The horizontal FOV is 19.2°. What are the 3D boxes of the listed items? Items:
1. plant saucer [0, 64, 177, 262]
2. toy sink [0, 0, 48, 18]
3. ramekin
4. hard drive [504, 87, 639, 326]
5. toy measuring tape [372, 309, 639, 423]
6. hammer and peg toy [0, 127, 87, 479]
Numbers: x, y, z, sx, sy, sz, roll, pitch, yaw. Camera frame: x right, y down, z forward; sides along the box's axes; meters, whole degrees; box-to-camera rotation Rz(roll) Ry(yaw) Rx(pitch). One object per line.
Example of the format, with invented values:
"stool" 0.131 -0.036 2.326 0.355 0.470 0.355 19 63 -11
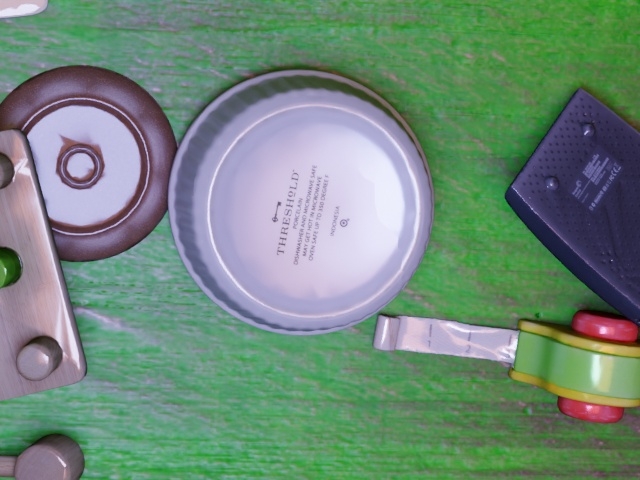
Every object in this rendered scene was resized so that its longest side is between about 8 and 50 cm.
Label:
"plant saucer" -0.239 -0.075 1.881 0.199 0.036 0.198 -1 97 -8
"toy sink" -0.344 -0.326 1.791 0.153 0.131 0.234 -5 96 -7
"ramekin" -0.012 -0.033 1.854 0.273 0.127 0.273 -1 96 -8
"hard drive" 0.312 -0.016 1.919 0.255 0.054 0.172 41 58 -7
"toy measuring tape" 0.223 0.120 1.926 0.330 0.121 0.121 9 94 -9
"hammer and peg toy" -0.367 0.095 1.812 0.266 0.127 0.361 -12 96 4
